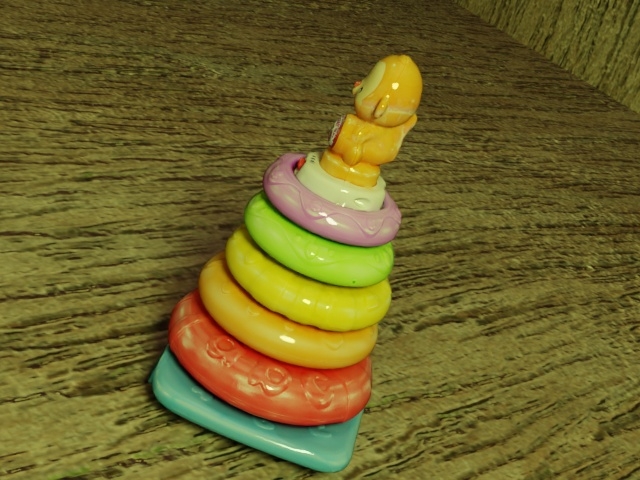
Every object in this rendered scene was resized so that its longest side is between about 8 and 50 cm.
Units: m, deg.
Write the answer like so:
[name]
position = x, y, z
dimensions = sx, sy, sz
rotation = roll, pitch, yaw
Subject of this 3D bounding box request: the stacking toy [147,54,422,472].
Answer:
[stacking toy]
position = 0.000, 0.000, 0.925
dimensions = 0.166, 0.301, 0.175
rotation = 23, 25, 0
